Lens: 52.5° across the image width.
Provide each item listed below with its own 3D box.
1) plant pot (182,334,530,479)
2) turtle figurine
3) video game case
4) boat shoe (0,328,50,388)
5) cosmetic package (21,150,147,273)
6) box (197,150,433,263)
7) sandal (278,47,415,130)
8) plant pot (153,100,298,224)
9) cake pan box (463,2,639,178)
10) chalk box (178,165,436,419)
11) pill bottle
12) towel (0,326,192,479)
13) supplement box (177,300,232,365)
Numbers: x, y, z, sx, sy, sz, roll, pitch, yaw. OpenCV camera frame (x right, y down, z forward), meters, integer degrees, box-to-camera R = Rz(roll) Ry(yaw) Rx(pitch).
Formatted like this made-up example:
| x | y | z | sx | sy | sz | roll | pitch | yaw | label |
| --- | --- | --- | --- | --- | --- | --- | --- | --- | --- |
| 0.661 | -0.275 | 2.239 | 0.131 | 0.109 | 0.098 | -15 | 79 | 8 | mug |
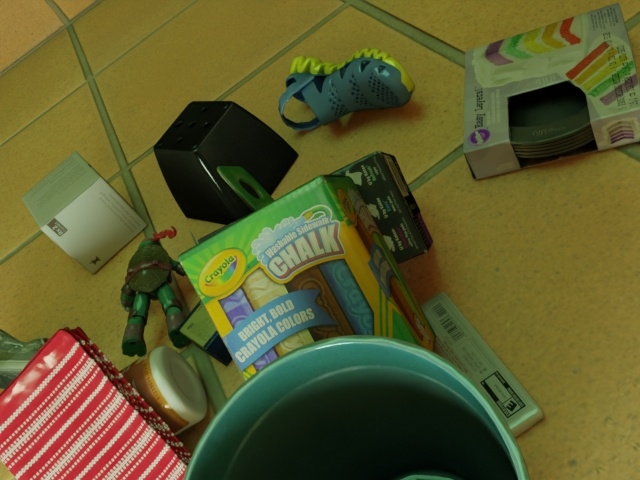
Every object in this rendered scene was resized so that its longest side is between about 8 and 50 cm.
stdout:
| x | y | z | sx | sy | sz | roll | pitch | yaw | label |
| --- | --- | --- | --- | --- | --- | --- | --- | --- | --- |
| 0.061 | 0.254 | 0.553 | 0.272 | 0.255 | 0.271 | -14 | 55 | 20 | plant pot |
| -0.276 | 0.074 | 1.090 | 0.175 | 0.118 | 0.234 | -24 | 47 | 14 | turtle figurine |
| 0.122 | 0.182 | 0.773 | 0.193 | 0.023 | 0.212 | -35 | 41 | 1 | video game case |
| -0.495 | 0.203 | 1.116 | 0.321 | 0.118 | 0.103 | -7 | 52 | 39 | boat shoe |
| -0.484 | -0.059 | 1.325 | 0.151 | 0.151 | 0.184 | -45 | 42 | -10 | cosmetic package |
| 0.000 | 0.000 | 0.888 | 0.271 | 0.143 | 0.165 | -25 | -2 | 13 | box |
| 0.035 | -0.263 | 1.191 | 0.318 | 0.126 | 0.138 | 8 | 60 | 49 | sandal |
| -0.189 | -0.156 | 1.200 | 0.188 | 0.167 | 0.188 | 11 | 58 | 40 | plant pot |
| 0.340 | -0.220 | 0.970 | 0.246 | 0.070 | 0.266 | -12 | 46 | 29 | cake pan box |
| -0.017 | 0.036 | 0.717 | 0.179 | 0.288 | 0.180 | -28 | 1 | 13 | chalk box |
| -0.278 | 0.252 | 0.910 | 0.216 | 0.121 | 0.121 | -33 | 41 | 4 | pill bottle |
| -0.302 | 0.270 | 0.835 | 0.199 | 0.031 | 0.275 | -45 | 81 | 3 | towel |
| -0.156 | 0.131 | 0.988 | 0.083 | 0.056 | 0.083 | 20 | 65 | 44 | supplement box |
